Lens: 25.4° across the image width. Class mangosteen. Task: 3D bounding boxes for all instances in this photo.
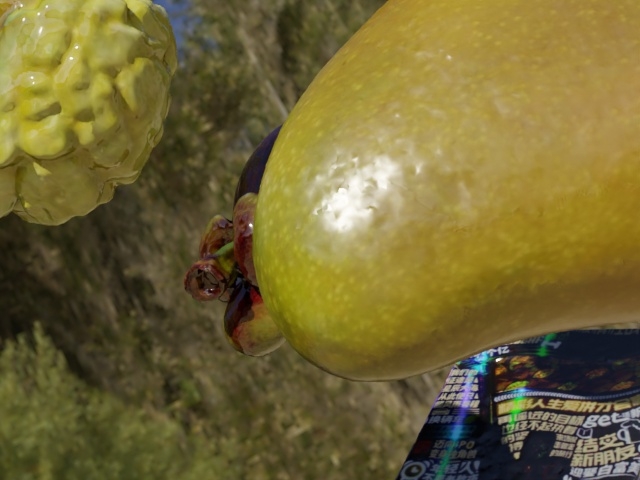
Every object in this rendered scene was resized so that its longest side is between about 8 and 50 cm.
[{"bbox_3d":[0.000,0.000,1.232,0.265,0.228,0.228,-16,-25,-27],"label":"mangosteen"}]

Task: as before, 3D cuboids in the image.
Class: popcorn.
[{"bbox_3d":[-0.159,-0.090,0.823,0.142,0.173,0.173,-7,-30,-45],"label":"popcorn"}]

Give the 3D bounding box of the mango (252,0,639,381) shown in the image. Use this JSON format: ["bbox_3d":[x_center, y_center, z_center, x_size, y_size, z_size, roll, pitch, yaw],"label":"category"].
[{"bbox_3d":[0.083,-0.032,0.399,0.227,0.136,0.099,-21,-32,-18],"label":"mango"}]

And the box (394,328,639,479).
[{"bbox_3d":[0.160,0.191,1.069,0.198,0.084,0.310,-4,33,32],"label":"box"}]
